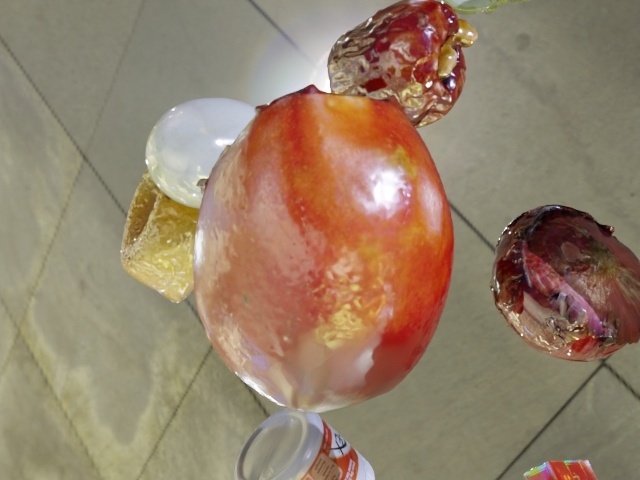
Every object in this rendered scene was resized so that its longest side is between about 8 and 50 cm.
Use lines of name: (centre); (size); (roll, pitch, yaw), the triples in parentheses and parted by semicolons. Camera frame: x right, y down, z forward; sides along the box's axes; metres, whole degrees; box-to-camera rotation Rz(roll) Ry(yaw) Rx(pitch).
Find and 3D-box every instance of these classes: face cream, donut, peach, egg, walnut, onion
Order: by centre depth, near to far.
peach: (0.000, 0.000, 0.898); (0.281, 0.281, 0.338); (20, 120, 41)
onion: (0.261, 0.056, 0.964); (0.184, 0.184, 0.147); (60, 152, 21)
egg: (-0.136, -0.118, 1.208); (0.151, 0.209, 0.151); (9, 102, 51)
donut: (-0.233, -0.048, 1.422); (0.277, 0.108, 0.277); (-47, 31, 40)
walnut: (0.136, -0.319, 1.588); (0.269, 0.244, 0.221); (-3, 135, 38)
face cream: (-0.031, 0.436, 1.647); (0.201, 0.201, 0.187); (-17, 125, 44)

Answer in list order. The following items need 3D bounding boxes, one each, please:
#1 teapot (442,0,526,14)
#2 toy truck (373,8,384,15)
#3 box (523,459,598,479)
teapot: (0.420, -0.655, 2.022); (0.239, 0.322, 0.239); (-11, 95, 67)
toy truck: (0.155, -0.362, 1.948); (0.189, 0.265, 0.239); (35, 109, 10)
box: (0.381, 0.390, 1.333); (0.048, 0.175, 0.112); (-35, 62, 24)
